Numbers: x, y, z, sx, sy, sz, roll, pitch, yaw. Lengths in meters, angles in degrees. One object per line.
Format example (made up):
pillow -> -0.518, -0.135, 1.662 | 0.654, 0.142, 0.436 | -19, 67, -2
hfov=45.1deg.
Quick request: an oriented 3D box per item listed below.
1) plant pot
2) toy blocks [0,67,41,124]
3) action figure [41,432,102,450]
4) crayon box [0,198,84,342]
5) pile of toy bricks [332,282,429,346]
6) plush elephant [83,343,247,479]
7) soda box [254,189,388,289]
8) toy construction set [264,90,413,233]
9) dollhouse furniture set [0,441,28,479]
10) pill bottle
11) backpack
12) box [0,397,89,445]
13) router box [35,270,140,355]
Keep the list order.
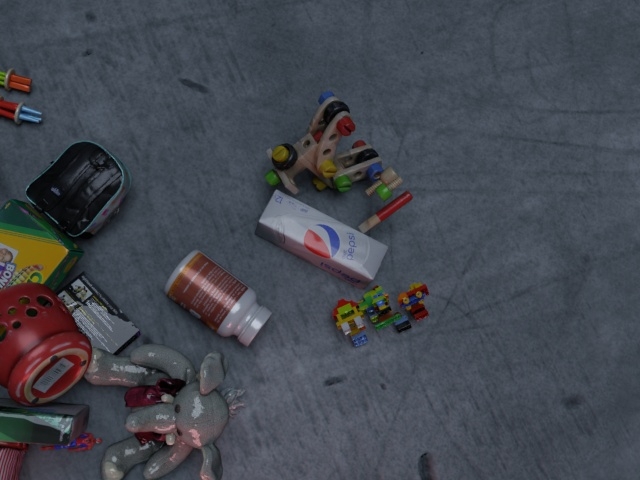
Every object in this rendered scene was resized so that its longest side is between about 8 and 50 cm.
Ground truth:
plant pot -> -0.540, 0.202, 1.453 | 0.191, 0.191, 0.174 | -40, 64, -20
toy blocks -> -0.688, -0.324, 1.729 | 0.148, 0.054, 0.123 | 16, 70, -5
action figure -> -0.497, 0.403, 1.541 | 0.115, 0.030, 0.038 | 1, 67, -13
crayon box -> -0.630, 0.077, 1.543 | 0.165, 0.081, 0.278 | 39, 91, 6
pile of toy bricks -> 0.133, 0.145, 1.721 | 0.212, 0.118, 0.105 | -25, 49, -1
plush elephant -> -0.280, 0.330, 1.473 | 0.330, 0.255, 0.271 | -3, 85, -17
soda box -> 0.000, 0.000, 1.733 | 0.286, 0.098, 0.091 | 28, 69, -2
toy construction set -> 0.022, -0.148, 1.732 | 0.237, 0.257, 0.308 | -37, 80, 4
dollhouse furniture set -> -0.746, 0.456, 1.407 | 0.374, 0.152, 0.201 | 6, 71, -9
pill bottle -> -0.214, 0.126, 1.636 | 0.216, 0.121, 0.121 | 36, 69, 3
backpack -> -0.498, -0.114, 1.641 | 0.166, 0.144, 0.188 | 41, 95, 6
box -> -0.609, 0.328, 1.432 | 0.322, 0.232, 0.058 | 6, 82, -9
router box -> -0.485, 0.173, 1.608 | 0.133, 0.046, 0.179 | -42, 83, -20
